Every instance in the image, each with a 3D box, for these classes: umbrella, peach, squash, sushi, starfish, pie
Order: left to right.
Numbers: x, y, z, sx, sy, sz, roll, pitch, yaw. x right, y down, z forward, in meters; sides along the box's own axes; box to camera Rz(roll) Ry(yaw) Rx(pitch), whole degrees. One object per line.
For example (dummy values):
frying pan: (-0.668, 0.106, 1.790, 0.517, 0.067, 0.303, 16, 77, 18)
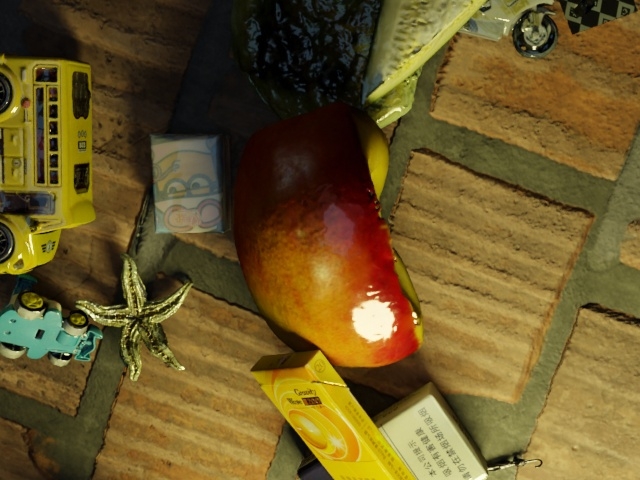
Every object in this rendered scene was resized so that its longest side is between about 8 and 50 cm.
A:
starfish: (-0.278, 0.117, 1.414, 0.175, 0.053, 0.208, -27, 102, 0)
peach: (0.000, 0.000, 1.242, 0.242, 0.306, 0.381, -10, 102, 1)
pie: (0.006, -0.298, 1.285, 0.323, 0.070, 0.323, 5, 108, 16)
squash: (0.161, -0.277, 1.193, 0.169, 0.093, 0.252, 14, 92, 9)
umbrella: (0.290, 0.355, 1.396, 0.122, 0.022, 0.013, -10, 123, 19)
sushi: (0.379, -0.366, 1.262, 0.120, 0.026, 0.126, -22, 91, -14)

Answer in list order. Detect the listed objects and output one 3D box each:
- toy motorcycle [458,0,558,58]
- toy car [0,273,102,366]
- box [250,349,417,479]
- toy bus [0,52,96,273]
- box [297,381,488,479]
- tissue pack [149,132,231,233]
toy motorcycle: (0.250, -0.362, 1.264, 0.225, 0.073, 0.152, 23, 98, 4)
toy car: (-0.437, 0.126, 1.427, 0.161, 0.098, 0.126, 16, 131, -23)
box: (0.023, 0.272, 1.261, 0.269, 0.043, 0.152, 53, 146, -14)
toy bus: (-0.429, -0.114, 1.350, 0.151, 0.145, 0.331, 2, 98, 5)
box: (0.112, 0.359, 1.390, 0.259, 0.071, 0.168, -35, 93, 10)
tissue pack: (-0.200, -0.089, 1.366, 0.115, 0.065, 0.155, 1, 100, 9)
